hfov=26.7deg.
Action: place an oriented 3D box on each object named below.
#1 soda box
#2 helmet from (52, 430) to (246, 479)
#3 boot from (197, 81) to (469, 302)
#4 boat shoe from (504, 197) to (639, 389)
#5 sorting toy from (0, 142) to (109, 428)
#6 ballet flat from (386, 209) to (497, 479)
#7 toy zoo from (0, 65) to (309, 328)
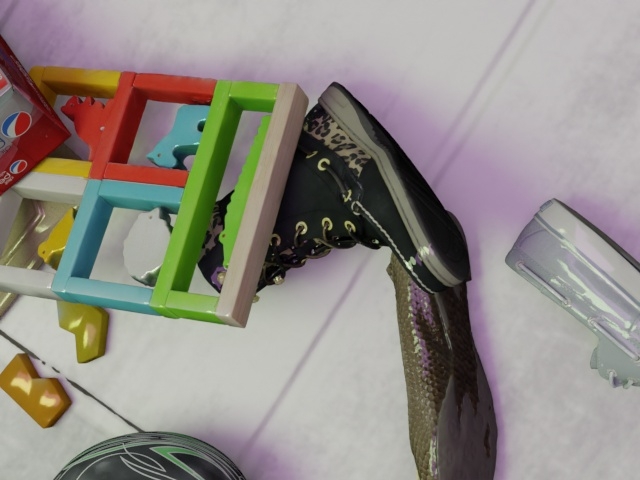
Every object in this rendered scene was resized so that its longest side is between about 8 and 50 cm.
[{"bbox_3d":[-0.311,-0.159,1.098,0.083,0.092,0.263,-39,59,2],"label":"soda box"},{"bbox_3d":[-0.131,0.227,1.044,0.169,0.169,0.162,-26,98,8],"label":"helmet"},{"bbox_3d":[0.001,0.000,1.033,0.178,0.085,0.236,-40,42,10],"label":"boot"},{"bbox_3d":[0.236,0.068,1.030,0.227,0.079,0.081,45,105,15],"label":"boat shoe"},{"bbox_3d":[-0.297,0.002,1.152,0.307,0.041,0.229,41,95,11],"label":"sorting toy"},{"bbox_3d":[0.088,0.099,1.059,0.058,0.084,0.250,-11,82,38],"label":"ballet flat"},{"bbox_3d":[-0.168,-0.043,1.061,0.293,0.030,0.192,8,71,24],"label":"toy zoo"}]
